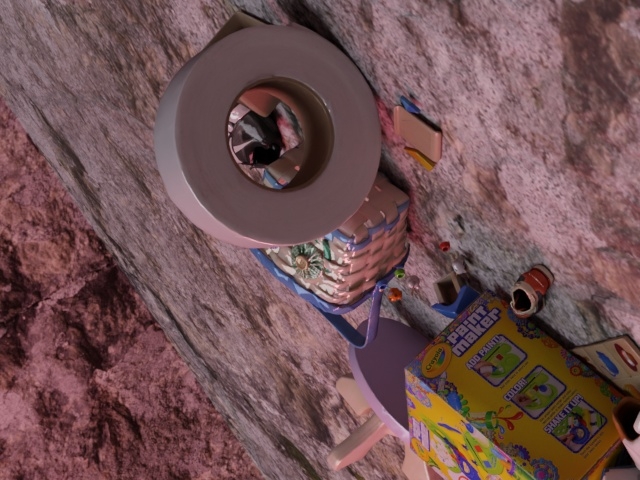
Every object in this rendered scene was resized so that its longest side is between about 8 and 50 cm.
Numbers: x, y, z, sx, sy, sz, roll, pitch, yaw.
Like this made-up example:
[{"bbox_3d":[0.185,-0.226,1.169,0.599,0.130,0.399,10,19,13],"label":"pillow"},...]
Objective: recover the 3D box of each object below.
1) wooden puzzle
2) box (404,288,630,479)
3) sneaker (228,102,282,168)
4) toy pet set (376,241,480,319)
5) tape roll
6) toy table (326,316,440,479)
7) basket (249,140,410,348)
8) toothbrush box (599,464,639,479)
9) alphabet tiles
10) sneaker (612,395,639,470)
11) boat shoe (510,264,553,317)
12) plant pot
[{"bbox_3d":[0.125,-0.138,1.702,0.078,0.014,0.116,38,159,15],"label":"wooden puzzle"},{"bbox_3d":[0.278,0.271,1.883,0.279,0.177,0.290,40,160,24],"label":"box"},{"bbox_3d":[-0.114,-0.147,2.104,0.106,0.078,0.234,49,159,4],"label":"sneaker"},{"bbox_3d":[0.164,0.075,1.871,0.114,0.122,0.065,33,-149,-47],"label":"toy pet set"},{"bbox_3d":[-0.067,-0.133,1.718,0.286,0.286,0.100,52,161,-12],"label":"tape roll"},{"bbox_3d":[0.131,0.278,2.172,0.274,0.252,0.161,61,142,31],"label":"toy table"},{"bbox_3d":[0.000,0.000,1.950,0.255,0.201,0.289,39,149,23],"label":"basket"},{"bbox_3d":[0.443,0.454,1.798,0.295,0.126,0.216,83,-178,-58],"label":"toothbrush box"},{"bbox_3d":[0.442,0.247,1.769,0.285,0.011,0.342,49,161,-2],"label":"alphabet tiles"},{"bbox_3d":[0.442,0.246,1.580,0.123,0.106,0.290,51,162,-15],"label":"sneaker"},{"bbox_3d":[0.271,0.075,1.753,0.049,0.043,0.137,42,162,12],"label":"boat shoe"},{"bbox_3d":[-0.096,-0.238,1.862,0.109,0.109,0.096,32,169,39],"label":"plant pot"}]
